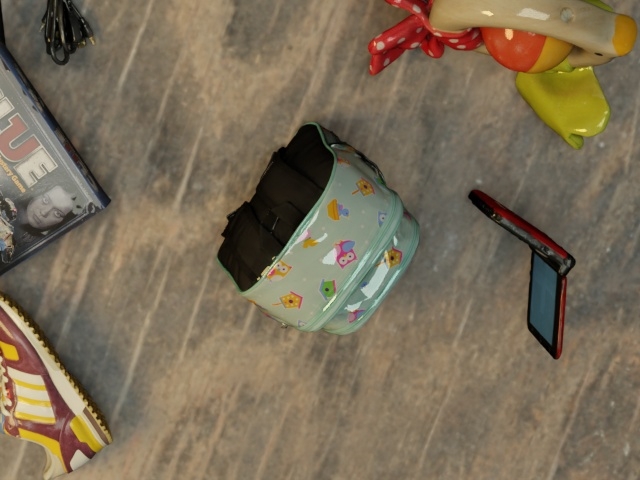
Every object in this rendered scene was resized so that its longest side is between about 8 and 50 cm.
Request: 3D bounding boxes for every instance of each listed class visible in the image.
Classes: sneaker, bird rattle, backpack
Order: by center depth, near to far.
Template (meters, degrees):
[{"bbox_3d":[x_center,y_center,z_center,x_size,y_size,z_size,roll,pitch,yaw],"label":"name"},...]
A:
[{"bbox_3d":[0.162,-0.191,1.685,0.253,0.207,0.143,22,79,-17],"label":"bird rattle"},{"bbox_3d":[0.000,0.000,1.702,0.144,0.188,0.166,37,95,-9],"label":"backpack"},{"bbox_3d":[-0.269,0.132,1.765,0.084,0.069,0.185,-36,100,-3],"label":"sneaker"}]

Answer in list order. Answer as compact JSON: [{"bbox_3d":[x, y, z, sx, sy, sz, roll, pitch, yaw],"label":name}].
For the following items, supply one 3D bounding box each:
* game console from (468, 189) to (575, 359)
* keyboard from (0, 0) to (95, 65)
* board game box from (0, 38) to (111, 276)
[{"bbox_3d":[0.173,0.027,1.742,0.124,0.144,0.085,33,95,-9],"label":"game console"},{"bbox_3d":[-0.310,-0.248,1.716,0.201,0.033,0.317,-7,101,-3],"label":"keyboard"},{"bbox_3d":[-0.320,-0.088,1.709,0.165,0.042,0.243,-33,98,8],"label":"board game box"}]
